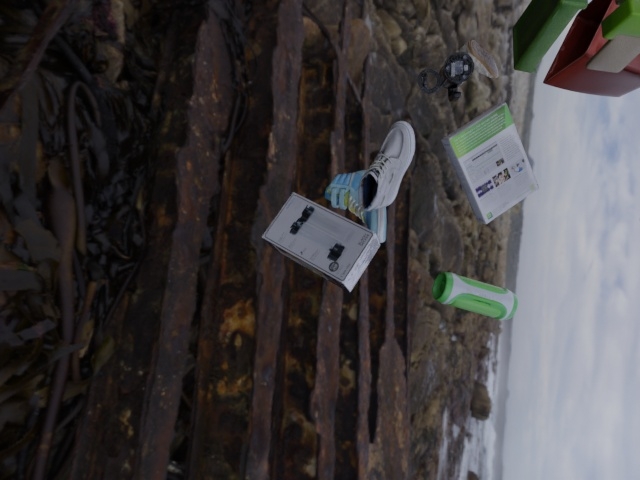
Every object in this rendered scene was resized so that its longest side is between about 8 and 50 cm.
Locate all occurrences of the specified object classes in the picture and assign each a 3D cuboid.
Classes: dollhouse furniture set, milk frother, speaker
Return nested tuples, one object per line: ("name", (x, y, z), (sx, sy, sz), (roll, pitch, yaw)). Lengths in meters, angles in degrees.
("dollhouse furniture set", (0.463, -0.454, 0.788), (0.151, 0.198, 0.301), (101, -4, -72))
("milk frother", (0.365, -0.488, 1.350), (0.135, 0.143, 0.129), (-51, 158, -78))
("speaker", (0.579, 0.209, 1.704), (0.131, 0.297, 0.131), (-163, -90, -80))

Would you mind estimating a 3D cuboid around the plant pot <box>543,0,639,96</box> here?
("plant pot", (0.911, -0.596, 1.401), (0.267, 0.236, 0.267), (-55, 171, -88))

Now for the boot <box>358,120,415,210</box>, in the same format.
("boot", (0.180, -0.201, 1.265), (0.123, 0.095, 0.258), (-24, 133, -48))

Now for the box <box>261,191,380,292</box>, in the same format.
("box", (0.000, 0.000, 1.276), (0.169, 0.290, 0.087), (-58, 154, -11))

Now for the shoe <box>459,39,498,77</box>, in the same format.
("shoe", (0.641, -0.721, 1.820), (0.219, 0.058, 0.076), (27, 63, -34))

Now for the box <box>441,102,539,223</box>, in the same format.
("box", (0.558, -0.248, 1.480), (0.321, 0.233, 0.058), (60, -8, -19))

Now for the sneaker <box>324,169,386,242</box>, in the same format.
("sneaker", (0.121, -0.115, 1.578), (0.127, 0.209, 0.318), (80, 6, -50))
